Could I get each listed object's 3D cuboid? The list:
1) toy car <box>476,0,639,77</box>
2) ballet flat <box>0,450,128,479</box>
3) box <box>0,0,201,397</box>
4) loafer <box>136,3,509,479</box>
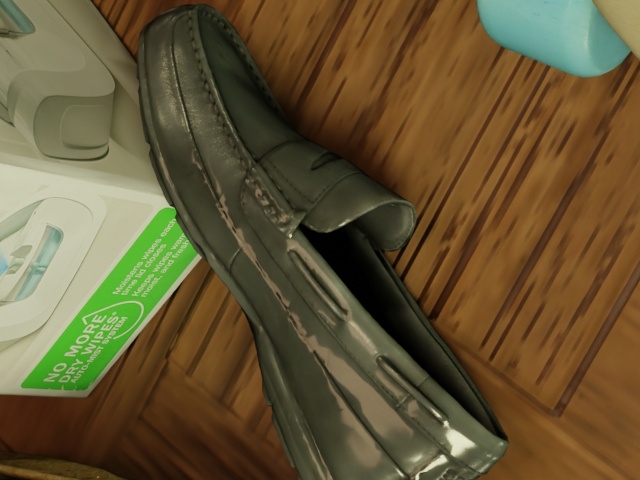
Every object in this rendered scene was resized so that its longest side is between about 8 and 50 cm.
[{"bbox_3d":[0.173,-0.143,0.503,0.219,0.210,0.238,25,86,26],"label":"toy car"},{"bbox_3d":[-0.116,0.134,0.707,0.342,0.124,0.116,4,68,38],"label":"ballet flat"},{"bbox_3d":[-0.204,-0.070,0.741,0.127,0.231,0.262,-49,58,21],"label":"box"},{"bbox_3d":[0.000,0.000,0.680,0.078,0.076,0.223,-34,69,23],"label":"loafer"}]
